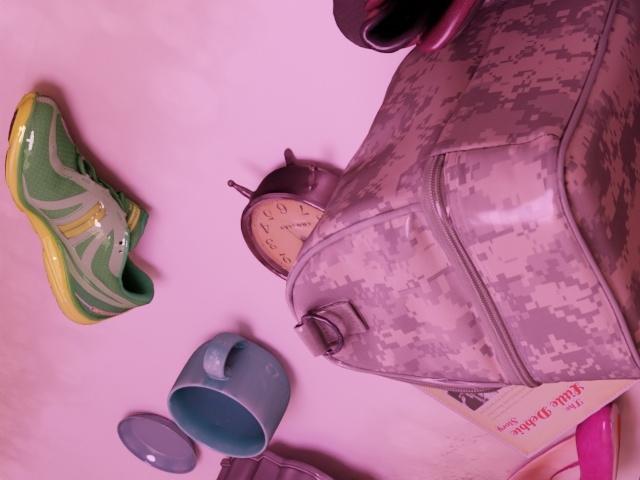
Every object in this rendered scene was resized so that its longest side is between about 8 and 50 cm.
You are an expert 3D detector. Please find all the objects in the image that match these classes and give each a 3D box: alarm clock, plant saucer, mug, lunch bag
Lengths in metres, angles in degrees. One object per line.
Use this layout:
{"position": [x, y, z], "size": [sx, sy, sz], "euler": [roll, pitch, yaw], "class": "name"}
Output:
{"position": [0.000, 0.000, 1.246], "size": [0.129, 0.064, 0.192], "euler": [-7, 127, 36], "class": "alarm clock"}
{"position": [-0.216, 0.269, 1.701], "size": [0.119, 0.021, 0.119], "euler": [16, 139, 14], "class": "plant saucer"}
{"position": [-0.094, 0.168, 1.458], "size": [0.129, 0.097, 0.158], "euler": [36, 140, -8], "class": "mug"}
{"position": [0.129, -0.041, 0.943], "size": [0.256, 0.305, 0.212], "euler": [-8, 126, 32], "class": "lunch bag"}

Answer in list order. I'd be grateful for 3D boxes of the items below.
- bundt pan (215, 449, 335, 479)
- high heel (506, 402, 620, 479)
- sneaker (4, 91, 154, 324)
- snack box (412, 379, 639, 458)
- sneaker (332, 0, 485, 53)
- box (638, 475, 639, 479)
{"position": [-0.018, 0.416, 1.618], "size": [0.331, 0.124, 0.331], "euler": [25, 150, 16], "class": "bundt pan"}
{"position": [0.250, 0.233, 1.337], "size": [0.117, 0.082, 0.244], "euler": [7, 151, 10], "class": "high heel"}
{"position": [-0.249, -0.039, 1.344], "size": [0.123, 0.109, 0.295], "euler": [-8, 131, 7], "class": "sneaker"}
{"position": [0.213, 0.084, 1.211], "size": [0.187, 0.060, 0.322], "euler": [33, 141, -5], "class": "snack box"}
{"position": [0.054, -0.181, 0.916], "size": [0.106, 0.162, 0.281], "euler": [36, 151, -8], "class": "sneaker"}
{"position": [0.438, 0.276, 1.254], "size": [0.244, 0.100, 0.060], "euler": [6, 137, 26], "class": "box"}
